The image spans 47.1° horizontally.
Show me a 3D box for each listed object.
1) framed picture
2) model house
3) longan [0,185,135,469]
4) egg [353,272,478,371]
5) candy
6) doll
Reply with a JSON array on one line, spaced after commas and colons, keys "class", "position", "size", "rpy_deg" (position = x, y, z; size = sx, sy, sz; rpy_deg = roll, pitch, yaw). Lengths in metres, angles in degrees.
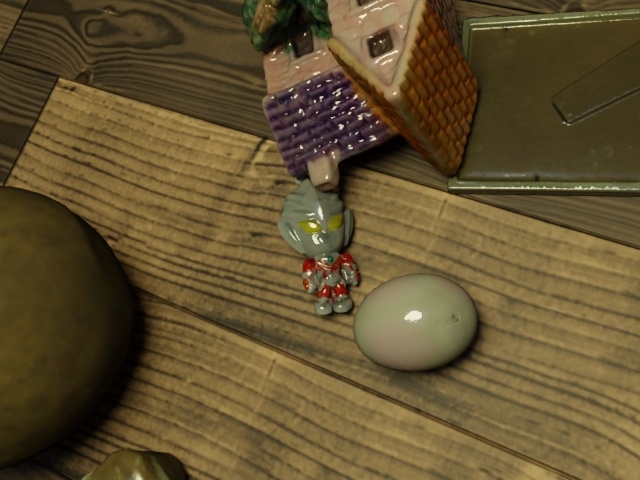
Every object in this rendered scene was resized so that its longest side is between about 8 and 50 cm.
[{"class": "framed picture", "position": [0.308, -0.161, 0.834], "size": [0.314, 0.024, 0.232], "rpy_deg": [2, 74, 21]}, {"class": "model house", "position": [0.043, -0.193, 0.827], "size": [0.236, 0.202, 0.238], "rpy_deg": [-18, 64, 17]}, {"class": "longan", "position": [-0.367, 0.099, 0.841], "size": [0.318, 0.319, 0.319], "rpy_deg": [-6, 71, 18]}, {"class": "egg", "position": [0.100, 0.087, 0.782], "size": [0.135, 0.103, 0.103], "rpy_deg": [-12, 69, 19]}, {"class": "candy", "position": [-0.251, 0.337, 0.825], "size": [0.234, 0.104, 0.102], "rpy_deg": [-44, 65, 2]}, {"class": "doll", "position": [0.000, 0.000, 0.868], "size": [0.093, 0.079, 0.180], "rpy_deg": [-10, 74, -14]}]
